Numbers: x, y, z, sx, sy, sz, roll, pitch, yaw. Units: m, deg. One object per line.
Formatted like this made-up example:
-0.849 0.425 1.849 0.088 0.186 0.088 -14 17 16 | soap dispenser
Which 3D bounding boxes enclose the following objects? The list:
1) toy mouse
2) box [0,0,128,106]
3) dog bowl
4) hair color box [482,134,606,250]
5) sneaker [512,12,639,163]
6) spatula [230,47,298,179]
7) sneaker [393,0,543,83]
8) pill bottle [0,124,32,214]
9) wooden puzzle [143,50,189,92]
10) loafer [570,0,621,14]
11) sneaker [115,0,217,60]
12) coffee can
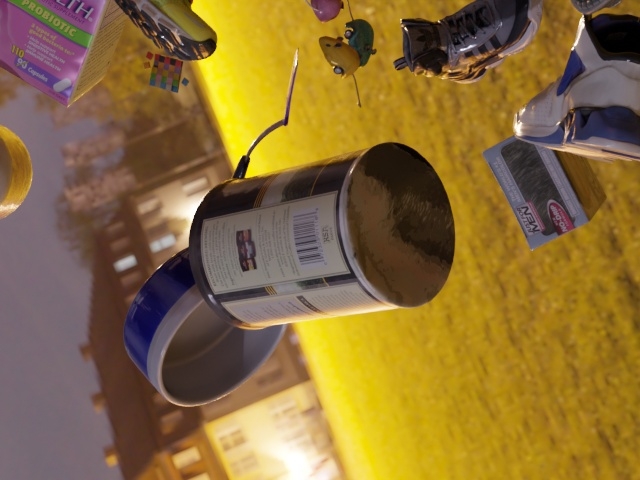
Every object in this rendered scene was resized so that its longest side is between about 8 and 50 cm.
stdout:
0.033 -0.272 1.641 0.161 0.031 0.143 51 -145 -27 | toy mouse
-0.385 -0.354 1.838 0.214 0.243 0.117 31 -145 2 | box
-0.177 0.130 2.065 0.104 0.265 0.265 42 164 33 | dog bowl
0.401 -0.112 2.281 0.185 0.114 0.374 63 -161 0 | hair color box
0.363 -0.200 1.684 0.315 0.127 0.182 -150 75 -81 | sneaker
-0.082 -0.125 1.734 0.030 0.296 0.084 23 -150 -13 | spatula
0.209 -0.306 1.912 0.268 0.153 0.101 -41 58 60 | sneaker
-0.535 -0.105 1.936 0.301 0.169 0.169 -150 37 -85 | pill bottle
-0.233 -0.252 1.953 0.006 0.083 0.049 -21 -54 -63 | wooden puzzle
0.367 -0.336 1.420 0.251 0.087 0.094 -45 54 46 | loafer
-0.154 -0.250 1.186 0.208 0.094 0.081 47 173 19 | sneaker
0.000 0.000 1.624 0.275 0.201 0.201 -10 108 43 | coffee can
